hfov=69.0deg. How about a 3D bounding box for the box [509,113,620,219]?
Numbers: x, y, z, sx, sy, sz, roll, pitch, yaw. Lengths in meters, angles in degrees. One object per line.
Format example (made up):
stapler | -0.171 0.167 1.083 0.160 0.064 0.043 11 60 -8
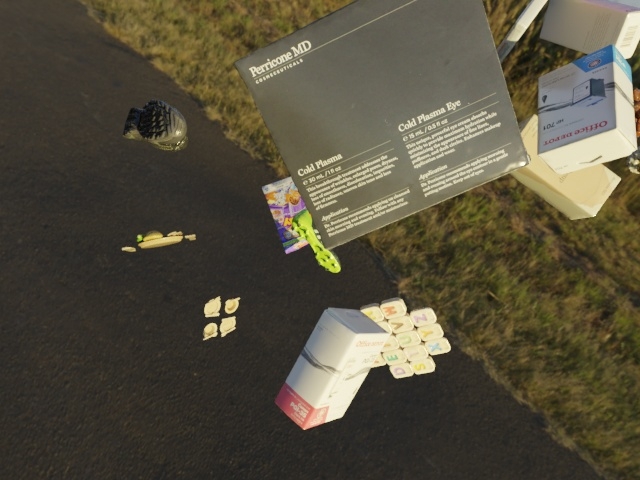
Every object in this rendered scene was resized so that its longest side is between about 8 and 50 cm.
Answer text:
box | 0.682 -0.209 1.363 0.311 0.148 0.121 35 -2 0

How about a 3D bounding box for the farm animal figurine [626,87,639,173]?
farm animal figurine | 1.002 -0.356 1.275 0.326 0.330 0.172 49 42 -31

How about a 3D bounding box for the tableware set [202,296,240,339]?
tableware set | -0.344 0.265 1.608 0.020 0.168 0.141 27 24 38

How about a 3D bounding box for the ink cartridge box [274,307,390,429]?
ink cartridge box | 0.036 0.330 1.226 0.117 0.282 0.207 33 9 32

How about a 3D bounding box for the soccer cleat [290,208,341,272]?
soccer cleat | 0.000 0.000 1.144 0.179 0.060 0.072 52 47 -16

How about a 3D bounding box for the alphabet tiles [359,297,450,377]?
alphabet tiles | 0.234 0.301 1.413 0.284 0.278 0.021 61 28 -20

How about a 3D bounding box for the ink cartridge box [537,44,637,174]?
ink cartridge box | 0.483 -0.236 0.854 0.082 0.140 0.190 29 62 -31

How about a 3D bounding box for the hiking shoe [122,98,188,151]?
hiking shoe | -0.312 -0.229 0.951 0.114 0.086 0.227 12 4 -43

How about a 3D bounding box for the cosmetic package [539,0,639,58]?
cosmetic package | 0.696 -0.555 1.201 0.086 0.117 0.231 -16 43 -20

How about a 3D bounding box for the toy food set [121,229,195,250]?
toy food set | -0.450 -0.007 1.308 0.192 0.132 0.038 -11 88 -13

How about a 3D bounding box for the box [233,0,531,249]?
box | 0.095 -0.209 0.738 0.179 0.343 0.312 -94 160 -67

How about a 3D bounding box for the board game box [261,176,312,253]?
board game box | 0.005 -0.127 1.582 0.347 0.078 0.233 -21 70 -5

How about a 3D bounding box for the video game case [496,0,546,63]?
video game case | 0.428 -0.457 0.994 0.026 0.206 0.227 36 73 5
